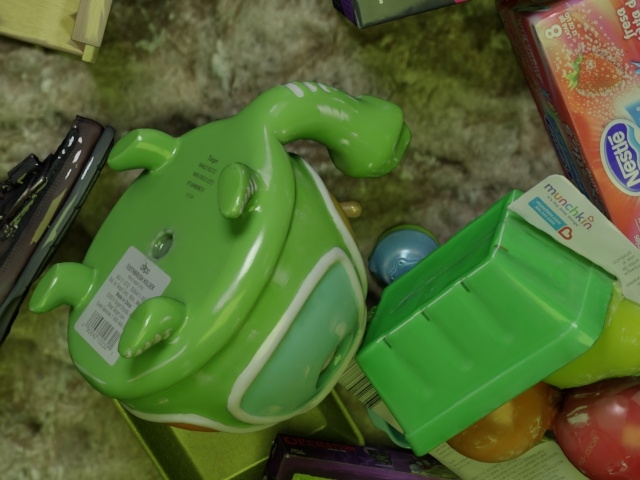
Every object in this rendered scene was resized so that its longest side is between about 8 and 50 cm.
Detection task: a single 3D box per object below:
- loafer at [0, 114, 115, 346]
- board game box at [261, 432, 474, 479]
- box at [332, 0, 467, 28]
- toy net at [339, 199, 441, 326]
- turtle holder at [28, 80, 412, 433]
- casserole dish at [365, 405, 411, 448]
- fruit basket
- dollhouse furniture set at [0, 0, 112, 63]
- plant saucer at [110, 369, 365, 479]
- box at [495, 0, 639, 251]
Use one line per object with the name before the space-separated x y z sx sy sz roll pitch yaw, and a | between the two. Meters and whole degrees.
loafer | -0.293 0.010 1.325 0.095 0.109 0.303 30 103 -9
board game box | 0.005 0.363 1.459 0.208 0.056 0.347 13 108 -16
box | 0.133 -0.290 1.256 0.270 0.165 0.143 -15 107 -3
toy net | 0.000 0.000 1.390 0.232 0.045 0.122 33 112 -12
turtle holder | -0.071 0.015 1.270 0.227 0.243 0.320 36 58 -36
casserole dish | 0.133 0.132 1.444 0.188 0.037 0.114 -20 107 0
fruit basket | 0.224 0.129 1.319 0.353 0.165 0.327 36 130 -16
dollhouse furniture set | -0.233 -0.228 1.237 0.123 0.151 0.144 15 101 -11
plant saucer | -0.082 0.161 1.421 0.188 0.045 0.188 -29 107 1
box | 0.290 -0.105 1.336 0.142 0.154 0.300 -25 109 1
